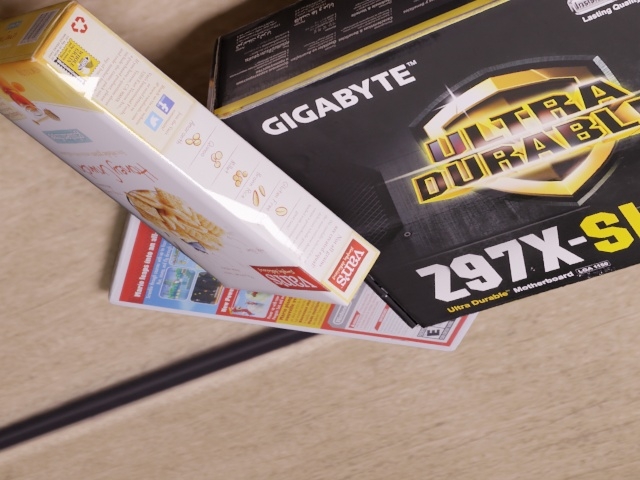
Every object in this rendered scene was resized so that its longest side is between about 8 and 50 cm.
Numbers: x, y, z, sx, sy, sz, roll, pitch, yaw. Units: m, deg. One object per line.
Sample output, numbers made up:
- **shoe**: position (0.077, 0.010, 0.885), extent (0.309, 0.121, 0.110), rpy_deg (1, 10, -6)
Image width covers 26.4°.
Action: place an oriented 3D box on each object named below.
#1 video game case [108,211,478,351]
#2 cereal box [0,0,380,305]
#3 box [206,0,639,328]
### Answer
- **video game case**: position (0.000, 0.000, 1.013), extent (0.285, 0.025, 0.204), rpy_deg (9, 140, -13)
- **cereal box**: position (-0.097, -0.047, 0.831), extent (0.240, 0.047, 0.173), rpy_deg (40, 164, -25)
- **box**: position (0.135, -0.076, 0.830), extent (0.322, 0.079, 0.257), rpy_deg (-19, 139, 26)
